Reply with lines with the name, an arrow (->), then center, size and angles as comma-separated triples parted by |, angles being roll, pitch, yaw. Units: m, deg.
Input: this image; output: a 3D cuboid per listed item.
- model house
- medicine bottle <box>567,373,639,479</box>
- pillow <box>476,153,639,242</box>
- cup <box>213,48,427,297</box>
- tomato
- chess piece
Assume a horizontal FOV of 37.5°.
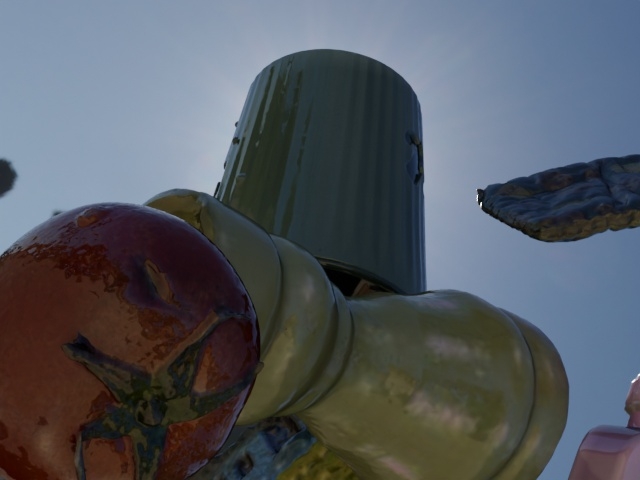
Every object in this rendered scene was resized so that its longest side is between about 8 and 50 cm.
model house -> -0.016, 0.380, 1.226 | 0.215, 0.237, 0.303 | 50, -6, -21
medicine bottle -> 0.228, 0.204, 0.685 | 0.115, 0.219, 0.078 | 36, -22, -24
pillow -> 0.286, -0.049, 0.885 | 0.189, 0.255, 0.034 | -115, -166, -72
cup -> -0.021, -0.010, 1.311 | 0.310, 0.392, 0.401 | 21, -36, -18
tomato -> -0.122, 0.063, 0.525 | 0.167, 0.167, 0.167 | 38, -35, 34
chess piece -> 0.009, 0.112, 0.867 | 0.442, 0.234, 0.234 | 24, -5, -39
